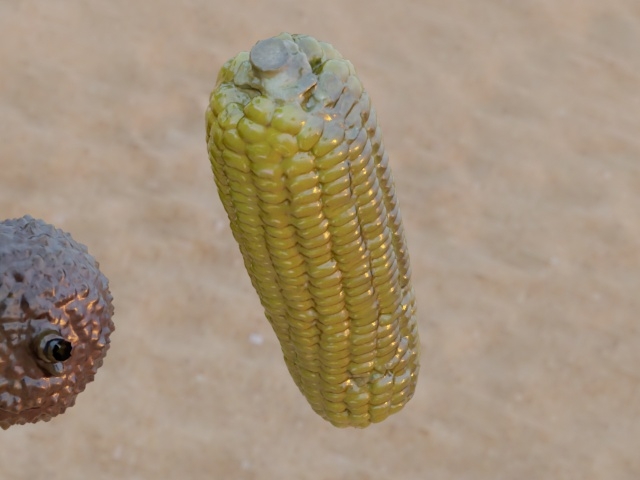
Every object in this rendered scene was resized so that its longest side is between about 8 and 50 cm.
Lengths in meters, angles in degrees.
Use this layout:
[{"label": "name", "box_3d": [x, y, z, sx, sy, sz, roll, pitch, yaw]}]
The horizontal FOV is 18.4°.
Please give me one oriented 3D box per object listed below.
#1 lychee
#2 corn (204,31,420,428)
[{"label": "lychee", "box_3d": [-0.282, 0.076, 1.820, 0.200, 0.200, 0.238, 9, 9, -26]}, {"label": "corn", "box_3d": [0.000, 0.000, 1.371, 0.120, 0.363, 0.120, -6, 47, 6]}]
